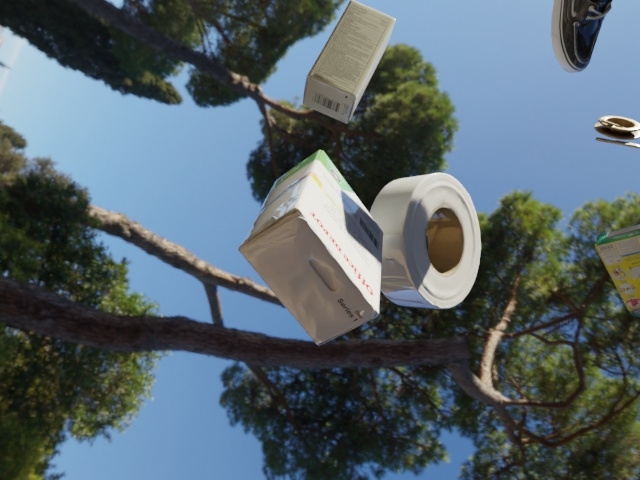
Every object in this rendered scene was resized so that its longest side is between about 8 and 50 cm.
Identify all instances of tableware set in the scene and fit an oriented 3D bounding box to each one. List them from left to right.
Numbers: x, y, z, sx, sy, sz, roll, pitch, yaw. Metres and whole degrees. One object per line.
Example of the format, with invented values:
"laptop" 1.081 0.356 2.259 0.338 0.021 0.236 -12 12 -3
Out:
"tableware set" 0.634 -0.214 1.069 0.194 0.128 0.039 16 -54 19

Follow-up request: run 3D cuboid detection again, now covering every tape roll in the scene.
"tape roll" 0.224 0.002 1.176 0.100 0.286 0.286 -2 -110 46

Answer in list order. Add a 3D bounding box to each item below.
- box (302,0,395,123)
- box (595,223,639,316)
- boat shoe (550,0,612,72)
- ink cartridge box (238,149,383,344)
"box" 0.080 -0.494 1.528 0.121 0.147 0.311 108 8 -65
"box" 0.586 0.057 1.003 0.105 0.179 0.043 -20 -160 41
"boat shoe" 0.581 -0.518 1.208 0.102 0.108 0.302 -142 -139 -58
"ink cartridge box" 0.000 0.000 0.898 0.117 0.201 0.278 -31 -162 20
